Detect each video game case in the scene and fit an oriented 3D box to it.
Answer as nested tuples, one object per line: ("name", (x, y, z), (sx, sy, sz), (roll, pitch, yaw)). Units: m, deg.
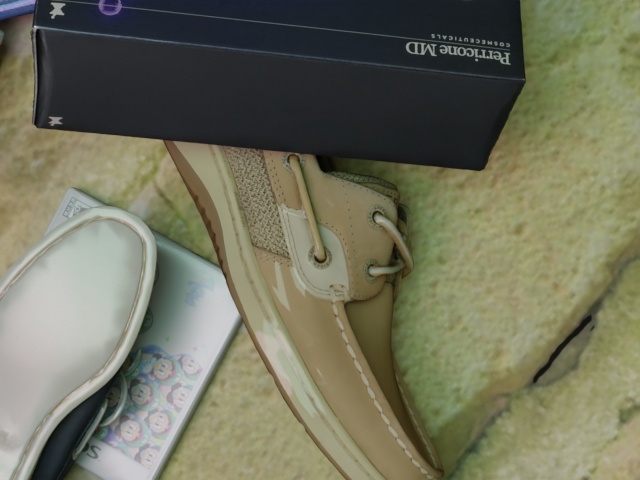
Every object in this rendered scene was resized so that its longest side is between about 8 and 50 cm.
("video game case", (-0.138, 0.066, 0.962), (0.143, 0.019, 0.157), (28, 92, 10))

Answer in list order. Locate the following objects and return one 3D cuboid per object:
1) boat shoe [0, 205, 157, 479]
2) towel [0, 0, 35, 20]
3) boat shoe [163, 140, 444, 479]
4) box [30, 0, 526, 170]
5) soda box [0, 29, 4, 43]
("boat shoe", (-0.172, 0.094, 0.917), (0.095, 0.079, 0.254), (25, 94, 7))
("towel", (-0.160, -0.298, 0.978), (0.209, 0.034, 0.285), (-12, 86, 9))
("boat shoe", (0.000, 0.000, 0.890), (0.110, 0.121, 0.341), (-28, 81, 6))
("box", (-0.024, -0.151, 0.845), (0.261, 0.103, 0.184), (5, 63, -8))
("soda box", (-0.318, -0.159, 0.969), (0.216, 0.069, 0.074), (35, 121, 9))
